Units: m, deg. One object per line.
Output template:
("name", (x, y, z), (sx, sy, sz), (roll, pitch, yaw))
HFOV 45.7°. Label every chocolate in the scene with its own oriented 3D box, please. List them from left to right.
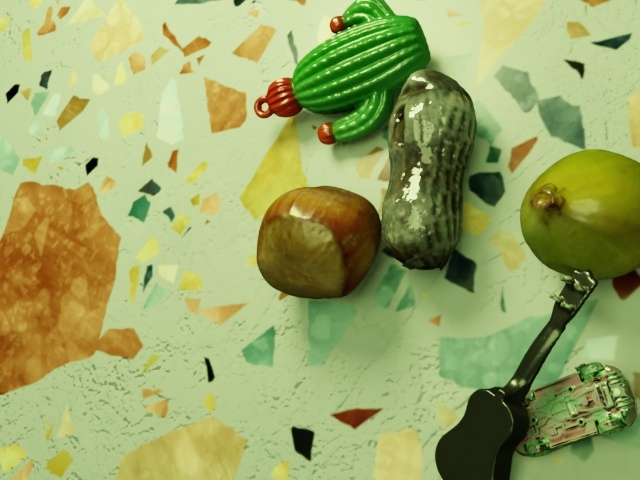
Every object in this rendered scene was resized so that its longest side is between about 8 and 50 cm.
("chocolate", (0.127, -0.082, 0.900), (0.110, 0.110, 0.248), (5, 79, 27))

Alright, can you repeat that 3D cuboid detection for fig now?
("fig", (0.286, -0.026, 0.798), (0.152, 0.121, 0.136), (-19, 58, -6))

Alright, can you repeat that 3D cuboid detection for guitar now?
("guitar", (0.202, 0.146, 0.776), (0.084, 0.038, 0.271), (40, 110, 46))

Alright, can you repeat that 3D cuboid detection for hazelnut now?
("hazelnut", (0.000, 0.000, 0.929), (0.150, 0.150, 0.150), (-8, 70, 24))

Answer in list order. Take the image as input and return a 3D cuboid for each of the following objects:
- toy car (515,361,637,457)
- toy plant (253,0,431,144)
("toy car", (0.254, 0.176, 0.778), (0.142, 0.055, 0.069), (-33, 56, 37))
("toy plant", (0.033, -0.208, 0.998), (0.240, 0.088, 0.155), (-44, 75, 15))
